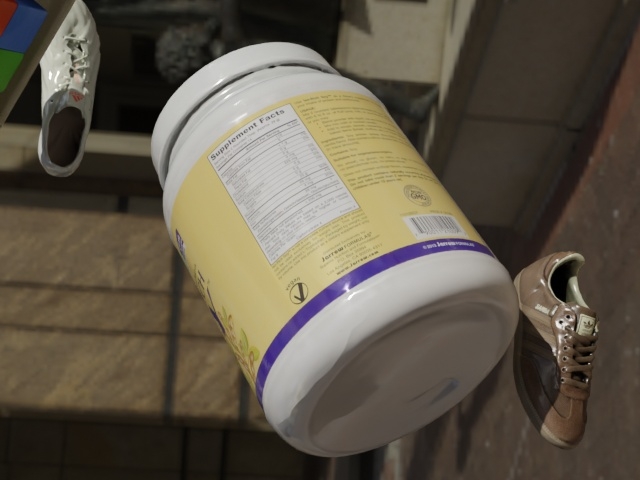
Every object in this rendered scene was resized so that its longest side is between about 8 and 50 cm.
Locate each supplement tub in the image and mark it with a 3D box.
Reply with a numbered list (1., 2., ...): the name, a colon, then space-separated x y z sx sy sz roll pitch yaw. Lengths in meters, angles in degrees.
1. supplement tub: 0.000 0.000 1.033 0.331 0.241 0.241 57 154 34

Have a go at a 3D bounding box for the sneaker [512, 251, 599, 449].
1. sneaker: 0.218 0.093 1.028 0.071 0.066 0.188 -41 42 42

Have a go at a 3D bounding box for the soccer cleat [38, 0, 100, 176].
1. soccer cleat: -0.267 -0.165 1.203 0.076 0.068 0.196 -160 73 -70

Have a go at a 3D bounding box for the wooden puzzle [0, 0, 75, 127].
1. wooden puzzle: -0.388 -0.135 0.997 0.322 0.080 0.348 -55 -22 15
